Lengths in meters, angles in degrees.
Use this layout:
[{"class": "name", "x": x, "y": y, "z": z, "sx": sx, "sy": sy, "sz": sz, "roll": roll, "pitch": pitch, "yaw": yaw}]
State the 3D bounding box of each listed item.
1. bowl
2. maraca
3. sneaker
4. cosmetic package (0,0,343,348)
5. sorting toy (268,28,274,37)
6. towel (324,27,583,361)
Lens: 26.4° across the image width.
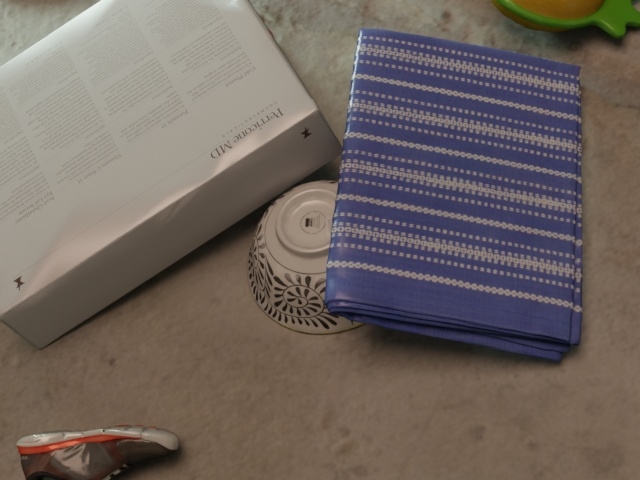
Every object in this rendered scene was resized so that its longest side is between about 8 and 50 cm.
[{"class": "bowl", "x": 0.000, "y": 0.000, "z": 1.346, "sx": 0.170, "sy": 0.080, "sz": 0.170, "roll": -6, "pitch": 59, "yaw": 10}, {"class": "maraca", "x": 0.255, "y": -0.271, "z": 1.443, "sx": 0.185, "sy": 0.099, "sz": 0.127, "roll": 14, "pitch": 58, "yaw": -8}, {"class": "sneaker", "x": -0.208, "y": 0.210, "z": 1.293, "sx": 0.157, "sy": 0.061, "sz": 0.065, "roll": -5, "pitch": 85, "yaw": 11}, {"class": "cosmetic package", "x": -0.205, "y": -0.107, "z": 1.422, "sx": 0.377, "sy": 0.097, "sz": 0.284, "roll": -32, "pitch": 56, "yaw": 3}, {"class": "sorting toy", "x": -0.093, "y": -0.206, "z": 1.513, "sx": 0.061, "sy": 0.042, "sz": 0.102, "roll": 15, "pitch": 64, "yaw": 21}, {"class": "towel", "x": 0.137, "y": -0.053, "z": 1.331, "sx": 0.243, "sy": 0.040, "sz": 0.336, "roll": 10, "pitch": 59, "yaw": -4}]
